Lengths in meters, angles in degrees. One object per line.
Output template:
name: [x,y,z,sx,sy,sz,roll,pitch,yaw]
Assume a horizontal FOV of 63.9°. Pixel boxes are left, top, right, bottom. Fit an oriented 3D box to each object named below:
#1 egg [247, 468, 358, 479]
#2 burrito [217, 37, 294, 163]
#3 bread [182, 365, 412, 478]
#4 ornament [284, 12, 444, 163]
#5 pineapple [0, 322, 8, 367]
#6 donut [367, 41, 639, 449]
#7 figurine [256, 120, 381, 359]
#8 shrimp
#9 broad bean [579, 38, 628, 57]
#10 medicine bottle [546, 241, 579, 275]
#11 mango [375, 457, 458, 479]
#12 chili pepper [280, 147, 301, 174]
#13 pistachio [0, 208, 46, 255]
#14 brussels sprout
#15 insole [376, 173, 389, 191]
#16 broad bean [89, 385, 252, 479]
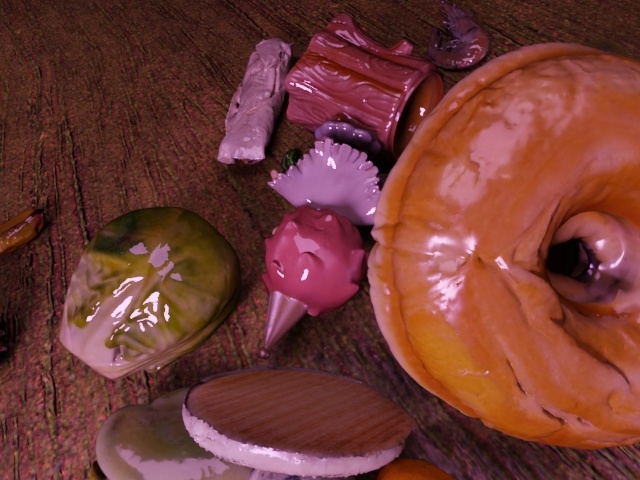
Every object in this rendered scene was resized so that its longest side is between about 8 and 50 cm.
egg: [-0.019,0.297,0.559,0.141,0.141,0.182,-16,40,1]
burrito: [-0.131,-0.301,1.082,0.117,0.076,0.392,-1,54,14]
bread: [-0.026,0.202,0.591,0.267,0.267,0.040,7,93,18]
ornament: [0.090,-0.267,0.927,0.217,0.235,0.221,32,110,26]
pineapple: [-0.574,0.153,0.825,0.176,0.161,0.137,0,16,17]
donut: [0.271,0.016,0.550,0.449,0.449,0.198,-20,9,-2]
figurine: [0.000,0.000,0.779,0.207,0.166,0.387,18,70,-9]
shrimp: [0.285,-0.446,1.116,0.126,0.047,0.223,-19,52,11]
broad bean: [0.478,-0.303,0.933,0.174,0.082,0.124,-35,56,-15]
medicine bottle: [0.274,-0.002,0.717,0.252,0.144,0.144,-16,51,-3]
mango: [0.138,0.325,0.523,0.147,0.109,0.227,-44,53,10]
chili pepper: [-0.045,-0.132,0.963,0.055,0.035,0.118,-15,41,-14]
pistachio: [-0.601,-0.002,0.985,0.173,0.049,0.089,-29,30,-7]
brussels sprout: [-0.251,0.078,0.745,0.219,0.210,0.271,41,81,11]
insole: [0.183,-0.099,0.898,0.197,0.004,0.065,4,55,16]
broad bean: [-0.175,0.269,0.647,0.228,0.100,0.169,-17,52,-4]
